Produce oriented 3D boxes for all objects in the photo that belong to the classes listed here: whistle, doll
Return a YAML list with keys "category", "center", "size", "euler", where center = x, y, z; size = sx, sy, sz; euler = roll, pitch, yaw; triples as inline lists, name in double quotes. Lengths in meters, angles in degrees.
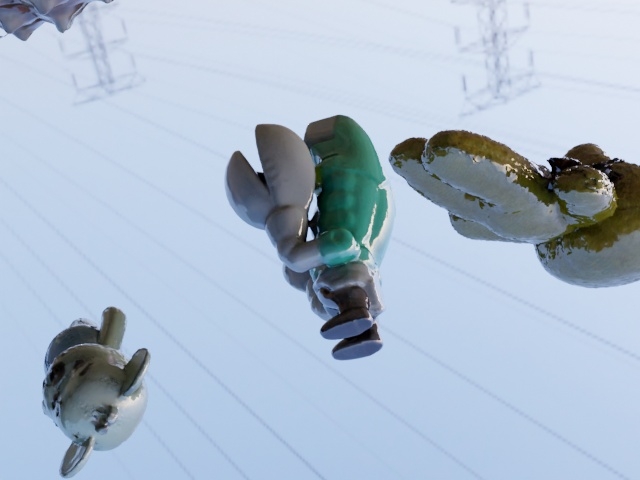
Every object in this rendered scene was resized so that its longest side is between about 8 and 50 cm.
- category: "whistle"
  center: [-0.195, 0.107, 0.816]
  size: [0.114, 0.077, 0.236]
  euler: [-57, -157, -1]
- category: "doll"
  center: [-0.005, -0.018, 0.936]
  size: [0.153, 0.195, 0.258]
  euler: [-12, -159, 8]
- category: "doll"
  center: [0.149, -0.036, 0.651]
  size: [0.137, 0.209, 0.097]
  euler: [-22, -130, 56]

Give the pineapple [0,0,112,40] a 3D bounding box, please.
- category: "pineapple"
  center: [-0.181, -0.166, 0.531]
  size: [0.175, 0.175, 0.361]
  euler: [-30, -179, -34]
